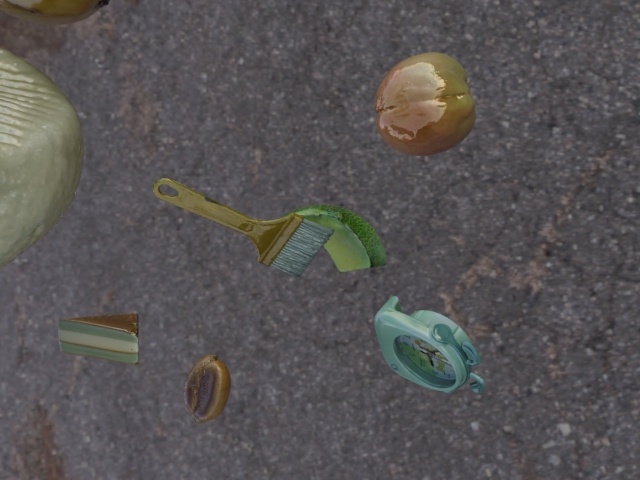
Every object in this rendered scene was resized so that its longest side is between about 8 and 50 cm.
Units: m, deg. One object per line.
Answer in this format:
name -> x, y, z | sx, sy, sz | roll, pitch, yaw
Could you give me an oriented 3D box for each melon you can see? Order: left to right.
melon -> 0.000, 0.000, 1.453 | 0.209, 0.064, 0.118 | -5, 97, 20

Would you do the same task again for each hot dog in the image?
hot dog -> -0.199, 0.270, 1.527 | 0.089, 0.060, 0.140 | 22, 103, 32

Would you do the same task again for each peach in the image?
peach -> 0.180, -0.236, 1.509 | 0.184, 0.184, 0.184 | 6, 98, 52

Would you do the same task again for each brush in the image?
brush -> -0.092, -0.022, 0.958 | 0.083, 0.205, 0.011 | -52, 25, 34

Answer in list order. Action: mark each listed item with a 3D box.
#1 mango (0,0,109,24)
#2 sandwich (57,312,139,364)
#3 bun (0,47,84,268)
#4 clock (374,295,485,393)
mango -> -0.397, -0.533, 1.209 | 0.232, 0.299, 0.446 | -102, 6, -72
sandwich -> -0.449, 0.202, 1.733 | 0.113, 0.163, 0.080 | -133, 43, -71
bun -> -0.457, -0.084, 0.989 | 0.353, 0.348, 0.227 | -101, 25, -48
clock -> 0.179, 0.175, 1.365 | 0.188, 0.060, 0.148 | 20, 142, 34
